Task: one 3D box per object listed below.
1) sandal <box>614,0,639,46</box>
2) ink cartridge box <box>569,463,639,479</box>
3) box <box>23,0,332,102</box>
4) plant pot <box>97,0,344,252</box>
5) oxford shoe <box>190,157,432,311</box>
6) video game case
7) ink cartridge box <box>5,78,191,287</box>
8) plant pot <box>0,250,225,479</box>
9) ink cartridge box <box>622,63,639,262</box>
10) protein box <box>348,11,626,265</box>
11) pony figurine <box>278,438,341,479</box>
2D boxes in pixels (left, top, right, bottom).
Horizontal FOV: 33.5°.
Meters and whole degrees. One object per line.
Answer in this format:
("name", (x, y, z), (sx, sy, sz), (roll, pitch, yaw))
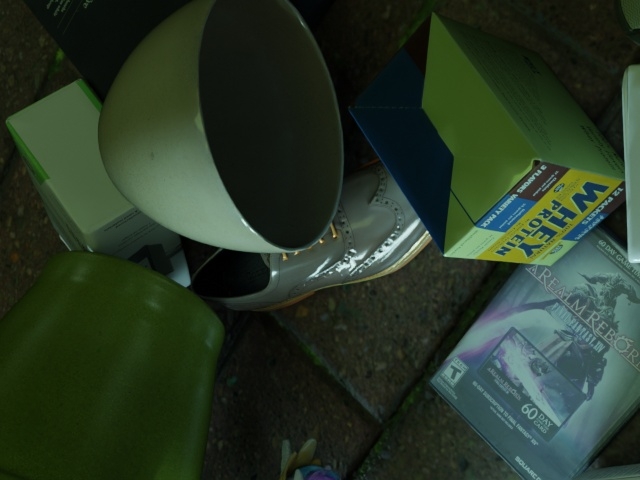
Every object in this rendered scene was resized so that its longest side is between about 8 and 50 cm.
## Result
("sandal", (0.428, -0.244, 0.981), (0.303, 0.086, 0.120), (-16, 78, 20))
("ink cartridge box", (0.362, 0.295, 1.054), (0.203, 0.086, 0.148), (-15, 84, 35))
("box", (-0.170, -0.340, 1.322), (0.312, 0.179, 0.343), (51, 119, 22))
("plant pot", (-0.124, -0.116, 1.142), (0.191, 0.284, 0.284), (-9, 88, 29))
("oxford shoe", (0.000, 0.000, 1.255), (0.364, 0.133, 0.130), (-31, 75, 32))
("video game case", (0.262, 0.123, 1.150), (0.196, 0.026, 0.274), (45, 117, 24))
("ink cartridge box", (-0.278, -0.041, 1.366), (0.115, 0.273, 0.198), (-34, 68, -16))
("plant pot", (-0.279, 0.215, 1.232), (0.366, 0.366, 0.353), (3, 59, 34))
("ink cartridge box", (0.473, -0.066, 0.833), (0.395, 0.285, 0.166), (2, 95, 35))
("protein box", (0.175, -0.095, 1.071), (0.136, 0.201, 0.200), (-47, 59, 29))
("pony figurine", (-0.072, 0.454, 1.253), (0.363, 0.303, 0.351), (-52, 35, 14))
